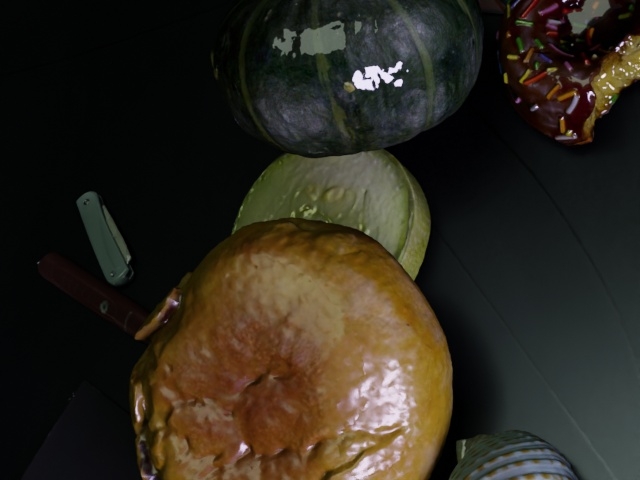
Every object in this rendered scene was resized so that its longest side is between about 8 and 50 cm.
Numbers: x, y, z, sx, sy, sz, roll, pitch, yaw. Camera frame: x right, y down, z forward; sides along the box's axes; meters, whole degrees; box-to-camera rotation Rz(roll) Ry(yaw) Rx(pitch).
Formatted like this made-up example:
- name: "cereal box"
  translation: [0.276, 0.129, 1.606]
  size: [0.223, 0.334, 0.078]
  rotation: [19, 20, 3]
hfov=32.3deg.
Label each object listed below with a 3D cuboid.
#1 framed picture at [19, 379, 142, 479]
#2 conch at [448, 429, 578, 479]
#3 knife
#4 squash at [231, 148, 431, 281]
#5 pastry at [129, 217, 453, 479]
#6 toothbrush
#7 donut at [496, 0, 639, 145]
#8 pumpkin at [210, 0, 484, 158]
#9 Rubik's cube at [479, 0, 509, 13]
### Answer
- name: "framed picture"
  translation: [-0.292, 0.361, 1.279]
  size: [0.255, 0.014, 0.339]
  rotation: [27, 82, 38]
- name: "conch"
  translation: [0.174, 0.240, 1.006]
  size: [0.135, 0.102, 0.153]
  rotation: [-12, 66, 2]
- name: "knife"
  translation: [-0.280, -0.005, 1.443]
  size: [0.044, 0.023, 0.162]
  rotation: [-39, 53, 12]
- name: "squash"
  translation: [0.000, 0.000, 1.256]
  size: [0.252, 0.049, 0.252]
  rotation: [-13, 62, 26]
- name: "pastry"
  translation: [-0.035, 0.149, 1.109]
  size: [0.356, 0.164, 0.356]
  rotation: [-5, 79, 25]
- name: "toothbrush"
  translation: [-0.235, 0.095, 1.358]
  size: [0.364, 0.041, 0.041]
  rotation: [27, 83, 37]
- name: "donut"
  translation: [0.291, -0.224, 1.161]
  size: [0.230, 0.096, 0.216]
  rotation: [-23, 57, 21]
- name: "pumpkin"
  translation: [0.032, -0.205, 1.215]
  size: [0.300, 0.207, 0.300]
  rotation: [-13, 30, 7]
- name: "Rubik's cube"
  translation: [0.104, -0.398, 1.328]
  size: [0.233, 0.228, 0.229]
  rotation: [-117, 27, -71]
